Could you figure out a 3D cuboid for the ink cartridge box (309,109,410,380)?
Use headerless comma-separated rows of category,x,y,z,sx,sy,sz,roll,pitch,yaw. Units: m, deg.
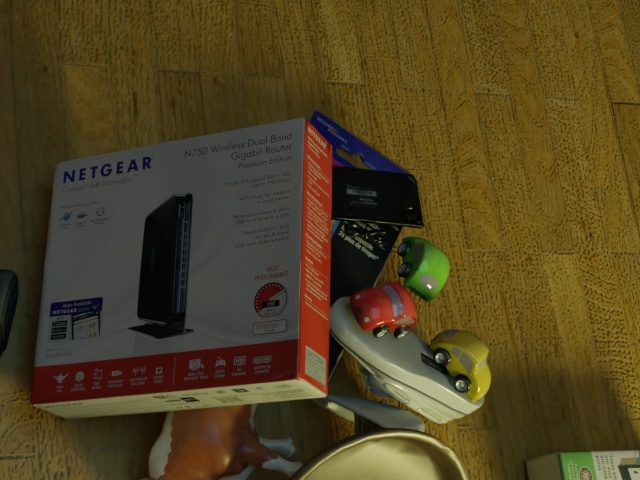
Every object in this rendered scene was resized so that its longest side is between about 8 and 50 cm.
ink cartridge box,0.000,0.000,1.663,0.175,0.069,0.371,34,58,-11

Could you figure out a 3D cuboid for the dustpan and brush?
dustpan and brush,0.098,0.244,1.594,0.211,0.147,0.060,11,95,-41

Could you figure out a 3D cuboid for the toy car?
toy car,0.137,0.069,1.622,0.239,0.053,0.225,35,34,-27

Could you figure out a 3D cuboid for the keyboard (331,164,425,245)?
keyboard,0.052,-0.043,1.655,0.180,0.023,0.108,5,63,-24

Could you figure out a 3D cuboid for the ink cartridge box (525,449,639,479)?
ink cartridge box,0.397,0.363,1.696,0.219,0.092,0.160,2,71,-25

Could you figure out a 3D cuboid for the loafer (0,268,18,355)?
loafer,-0.405,0.150,1.405,0.084,0.096,0.268,10,59,-1

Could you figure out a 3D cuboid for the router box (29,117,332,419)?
router box,-0.156,0.037,1.435,0.082,0.335,0.301,40,46,-58

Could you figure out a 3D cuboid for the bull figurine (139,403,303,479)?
bull figurine,-0.105,0.198,1.479,0.188,0.101,0.311,12,82,-18

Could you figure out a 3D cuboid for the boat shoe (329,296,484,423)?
boat shoe,0.093,0.164,1.602,0.258,0.084,0.095,36,32,-25

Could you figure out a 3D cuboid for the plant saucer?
plant saucer,0.050,0.335,1.487,0.277,0.041,0.278,-10,117,-21
